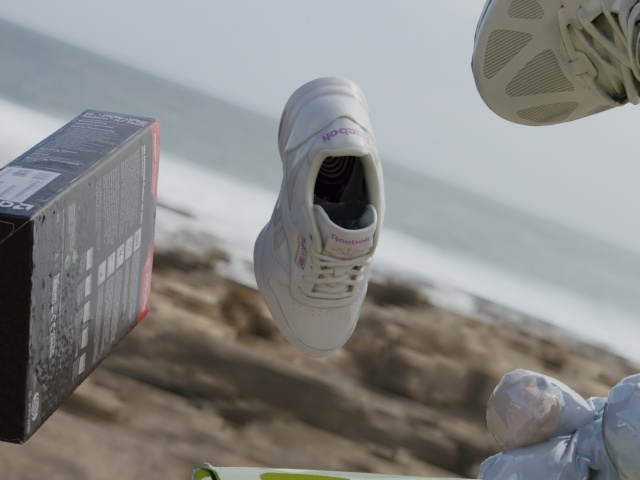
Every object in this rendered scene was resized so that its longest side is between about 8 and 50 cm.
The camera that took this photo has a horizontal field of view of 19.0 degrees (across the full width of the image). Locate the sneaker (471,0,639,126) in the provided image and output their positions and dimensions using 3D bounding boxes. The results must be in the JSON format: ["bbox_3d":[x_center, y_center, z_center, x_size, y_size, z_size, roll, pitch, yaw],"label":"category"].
[{"bbox_3d":[0.235,-0.163,1.425,0.169,0.257,0.447,44,-42,-12],"label":"sneaker"}]

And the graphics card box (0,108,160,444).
[{"bbox_3d":[-0.263,0.025,1.915,0.094,0.233,0.371,9,21,10],"label":"graphics card box"}]

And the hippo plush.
[{"bbox_3d":[0.313,0.218,1.741,0.294,0.234,0.236,3,-13,-33],"label":"hippo plush"}]

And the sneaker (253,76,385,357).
[{"bbox_3d":[0.000,0.000,1.879,0.114,0.305,0.152,-4,32,-10],"label":"sneaker"}]

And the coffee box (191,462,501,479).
[{"bbox_3d":[0.069,0.343,1.244,0.337,0.334,0.338,3,4,-2],"label":"coffee box"}]
